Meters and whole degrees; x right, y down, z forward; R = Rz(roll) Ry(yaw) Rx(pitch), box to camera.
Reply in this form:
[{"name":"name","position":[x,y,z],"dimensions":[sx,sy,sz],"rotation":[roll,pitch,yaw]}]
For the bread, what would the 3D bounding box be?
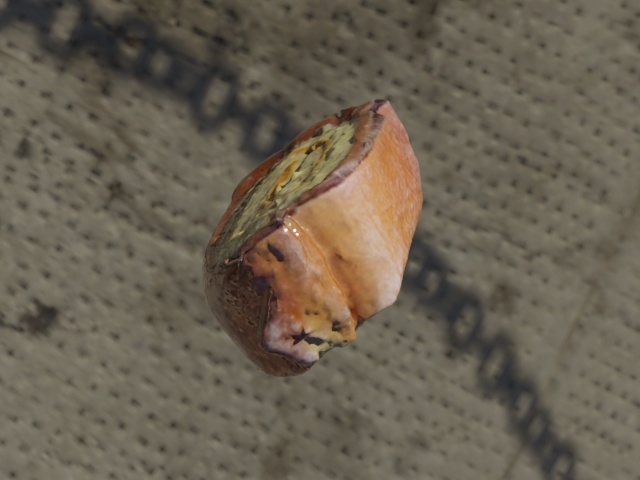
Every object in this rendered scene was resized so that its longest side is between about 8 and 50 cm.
[{"name":"bread","position":[-0.010,0.007,1.468],"dimensions":[0.190,0.244,0.123],"rotation":[-32,104,25]}]
